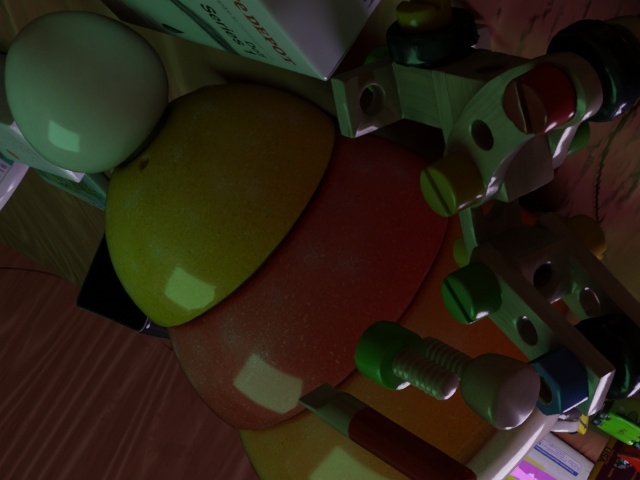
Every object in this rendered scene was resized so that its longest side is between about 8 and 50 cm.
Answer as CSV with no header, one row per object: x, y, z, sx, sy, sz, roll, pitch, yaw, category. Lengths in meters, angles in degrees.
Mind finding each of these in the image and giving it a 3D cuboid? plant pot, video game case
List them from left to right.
-0.386,-0.106,2.301,0.193,0.023,0.212,25,166,26,video game case
-0.200,0.048,2.129,0.167,0.187,0.188,26,173,-39,plant pot

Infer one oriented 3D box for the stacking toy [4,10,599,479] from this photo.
-0.049,-0.009,1.201,0.480,0.350,0.350,42,165,-18,stacking toy

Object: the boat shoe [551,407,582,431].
0.189,0.131,1.748,0.112,0.095,0.335,10,-175,-33,boat shoe

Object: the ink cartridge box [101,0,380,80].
-0.085,-0.206,1.033,0.219,0.092,0.160,22,165,40,ink cartridge box

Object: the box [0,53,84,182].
-0.363,-0.157,1.892,0.170,0.091,0.130,19,163,45,box

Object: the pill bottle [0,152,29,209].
-0.579,-0.173,2.083,0.361,0.204,0.204,35,167,-18,pill bottle

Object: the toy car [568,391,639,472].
0.337,0.204,1.717,0.239,0.053,0.225,29,167,6,toy car

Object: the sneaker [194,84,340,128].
0.006,-0.032,1.454,0.295,0.124,0.178,40,175,-30,sneaker

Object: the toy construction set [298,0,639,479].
0.090,-0.011,0.957,0.237,0.309,0.257,26,159,45,toy construction set

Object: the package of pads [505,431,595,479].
0.266,0.321,2.228,0.229,0.101,0.296,35,167,-17,package of pads

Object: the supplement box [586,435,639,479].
0.431,0.315,1.856,0.188,0.081,0.104,25,166,28,supplement box

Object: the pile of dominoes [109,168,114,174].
-0.163,-0.072,1.888,0.196,0.040,0.251,21,173,-5,pile of dominoes
